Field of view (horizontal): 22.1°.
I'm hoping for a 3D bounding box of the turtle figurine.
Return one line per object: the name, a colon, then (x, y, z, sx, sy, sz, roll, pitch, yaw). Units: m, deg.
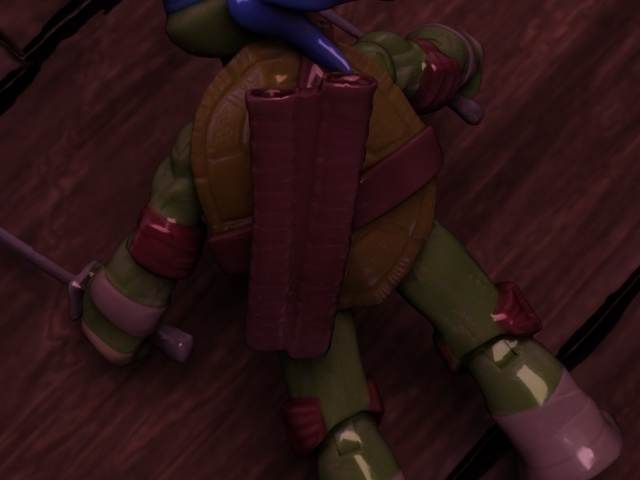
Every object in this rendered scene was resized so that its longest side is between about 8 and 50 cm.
turtle figurine: (0.000, 0.000, 0.720, 0.198, 0.275, 0.266, -33, 99, -39)
